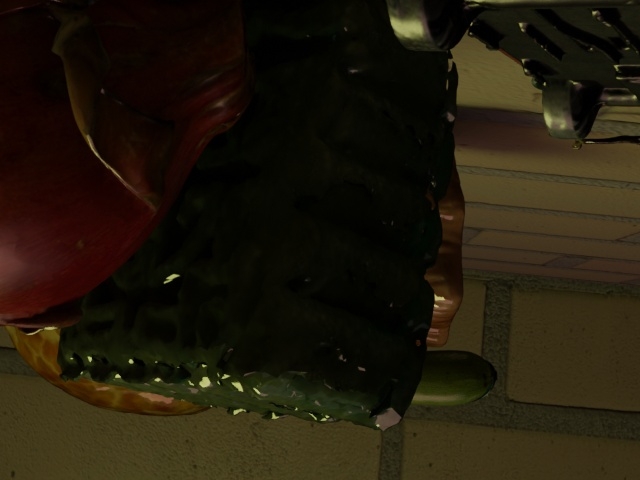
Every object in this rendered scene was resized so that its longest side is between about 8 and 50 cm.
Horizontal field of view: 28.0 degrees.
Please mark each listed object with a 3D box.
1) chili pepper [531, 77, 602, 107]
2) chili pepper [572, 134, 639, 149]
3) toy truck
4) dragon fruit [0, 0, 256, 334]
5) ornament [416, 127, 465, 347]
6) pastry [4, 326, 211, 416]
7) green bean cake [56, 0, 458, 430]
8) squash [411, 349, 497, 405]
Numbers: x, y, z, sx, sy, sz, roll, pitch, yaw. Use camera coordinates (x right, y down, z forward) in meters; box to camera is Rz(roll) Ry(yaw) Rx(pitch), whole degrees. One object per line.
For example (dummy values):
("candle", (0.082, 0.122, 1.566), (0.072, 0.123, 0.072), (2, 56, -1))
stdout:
("chili pepper", (0.199, -0.104, 0.745), (0.153, 0.041, 0.050), (-11, -167, 9))
("chili pepper", (0.329, -0.069, 0.985), (0.268, 0.050, 0.059), (4, 160, 11))
("toy truck", (0.110, -0.101, 0.432), (0.107, 0.114, 0.252), (5, 177, 25))
("dragon fruit", (-0.191, -0.062, 0.659), (0.315, 0.250, 0.250), (-10, -179, -19))
("ornament", (0.000, 0.000, 1.119), (0.217, 0.221, 0.235), (-1, -139, -4))
("pastry", (-0.200, 0.051, 1.523), (0.388, 0.313, 0.388), (1, 175, 0))
("green bean cake", (-0.042, -0.022, 0.773), (0.132, 0.255, 0.241), (18, 170, -36))
("squash", (0.062, 0.116, 1.117), (0.183, 0.052, 0.052), (5, 176, 0))
